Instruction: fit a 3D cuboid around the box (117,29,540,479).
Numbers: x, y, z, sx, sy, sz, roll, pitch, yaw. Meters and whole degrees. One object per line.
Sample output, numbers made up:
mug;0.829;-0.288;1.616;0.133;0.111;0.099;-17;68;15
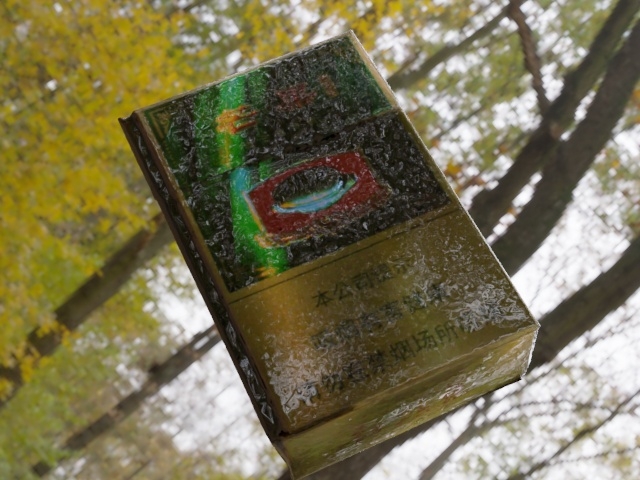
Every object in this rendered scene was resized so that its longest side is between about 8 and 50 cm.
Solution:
box;0.000;0.000;0.675;0.071;0.159;0.240;82;-18;-59
